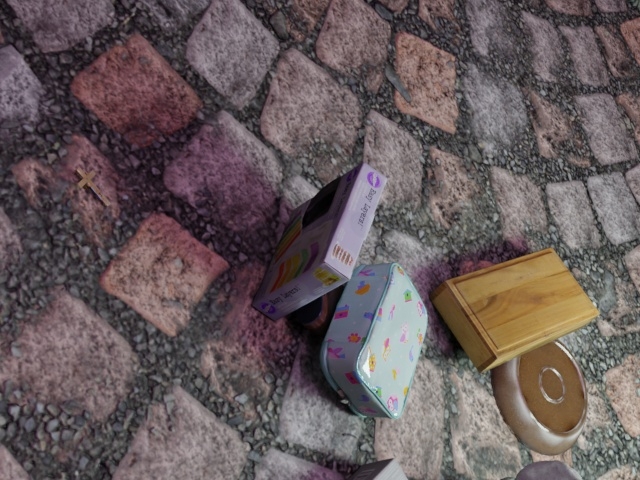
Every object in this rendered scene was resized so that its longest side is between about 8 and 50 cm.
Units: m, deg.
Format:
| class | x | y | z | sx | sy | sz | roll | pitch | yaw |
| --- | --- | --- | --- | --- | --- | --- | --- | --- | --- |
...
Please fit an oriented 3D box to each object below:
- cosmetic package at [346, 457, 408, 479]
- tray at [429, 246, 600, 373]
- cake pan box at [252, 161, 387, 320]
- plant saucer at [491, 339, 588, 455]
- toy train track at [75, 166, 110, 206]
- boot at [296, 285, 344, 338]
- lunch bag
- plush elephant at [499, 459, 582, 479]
| class | x | y | z | sx | sy | sz | roll | pitch | yaw |
| --- | --- | --- | --- | --- | --- | --- | --- | --- | --- |
| cosmetic package | 0.134 | 0.536 | 1.695 | 0.127 | 0.107 | 0.238 | -32 | 94 | -43 |
| tray | 0.454 | 0.148 | 2.114 | 0.411 | 0.076 | 0.202 | -14 | 63 | -41 |
| cake pan box | 0.000 | 0.000 | 1.735 | 0.070 | 0.246 | 0.266 | 38 | 52 | -20 |
| plant saucer | 0.520 | 0.337 | 2.133 | 0.311 | 0.050 | 0.310 | 17 | 59 | -32 |
| toy train track | -0.400 | -0.092 | 1.614 | 0.083 | 0.014 | 0.048 | 52 | 40 | -15 |
| boot | 0.012 | 0.102 | 1.831 | 0.106 | 0.082 | 0.219 | 50 | 39 | -39 |
| lunch bag | 0.110 | 0.201 | 1.792 | 0.224 | 0.108 | 0.279 | 57 | 44 | -40 |
| plush elephant | 0.429 | 0.570 | 1.754 | 0.330 | 0.256 | 0.271 | 32 | 48 | -52 |
